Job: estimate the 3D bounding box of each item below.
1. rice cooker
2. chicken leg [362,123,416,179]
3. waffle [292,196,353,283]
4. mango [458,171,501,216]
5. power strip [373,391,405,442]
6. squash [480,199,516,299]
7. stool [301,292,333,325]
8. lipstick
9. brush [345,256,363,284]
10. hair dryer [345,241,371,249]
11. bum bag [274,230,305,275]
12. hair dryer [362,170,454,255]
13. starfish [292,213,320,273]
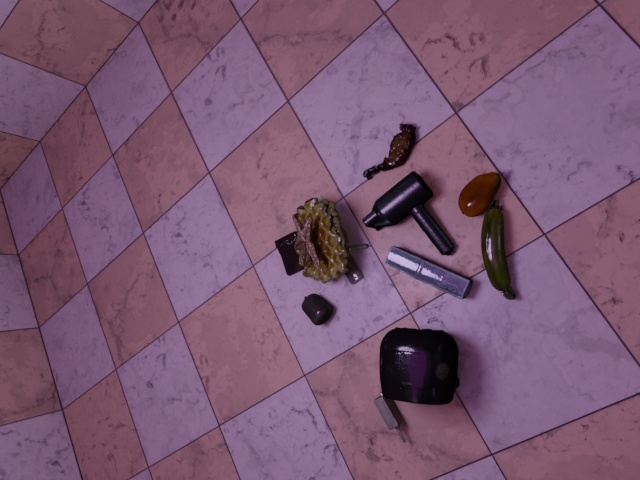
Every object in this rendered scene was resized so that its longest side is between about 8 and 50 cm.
[{"bbox_3d":[0.311,0.390,1.444,0.267,0.267,0.225,-3,78,29],"label":"rice cooker"},{"bbox_3d":[0.255,-0.306,1.638,0.253,0.051,0.106,-47,60,19],"label":"chicken leg"},{"bbox_3d":[0.000,0.000,1.686,0.297,0.073,0.317,-16,87,55],"label":"waffle"},{"bbox_3d":[0.510,-0.147,1.468,0.159,0.084,0.105,-47,40,0],"label":"mango"},{"bbox_3d":[0.245,0.602,1.557,0.042,0.075,0.175,-37,69,20],"label":"power strip"},{"bbox_3d":[0.548,0.030,1.434,0.080,0.071,0.319,-9,82,27],"label":"squash"},{"bbox_3d":[-0.013,0.257,1.719,0.110,0.096,0.096,40,105,29],"label":"stool"},{"bbox_3d":[0.362,0.106,1.530,0.289,0.076,0.078,26,97,28],"label":"lipstick"},{"bbox_3d":[0.058,0.016,1.725,0.060,0.050,0.321,-36,71,18],"label":"brush"},{"bbox_3d":[0.124,0.031,1.678,0.124,0.038,0.063,-6,84,-2],"label":"hair dryer"},{"bbox_3d":[-0.118,0.053,1.830,0.109,0.026,0.159,-28,74,24],"label":"bum bag"},{"bbox_3d":[0.313,-0.047,1.563,0.244,0.116,0.302,-41,76,23],"label":"hair dryer"},{"bbox_3d":[-0.048,0.016,1.651,0.227,0.043,0.241,110,140,-57],"label":"starfish"}]
